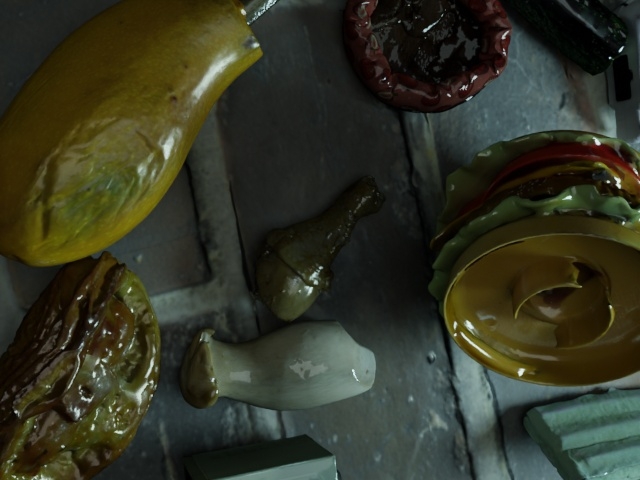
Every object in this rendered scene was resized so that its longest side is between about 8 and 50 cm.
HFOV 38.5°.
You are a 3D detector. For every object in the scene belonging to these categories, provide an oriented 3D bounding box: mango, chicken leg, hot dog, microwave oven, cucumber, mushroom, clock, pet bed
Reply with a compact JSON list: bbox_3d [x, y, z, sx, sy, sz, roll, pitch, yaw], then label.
[{"bbox_3d":[-0.199,-0.124,0.894,0.187,0.144,0.359,25,71,28],"label":"mango"},{"bbox_3d":[-0.001,-0.002,1.002,0.198,0.085,0.069,-47,141,-18],"label":"chicken leg"},{"bbox_3d":[-0.243,0.141,0.888,0.259,0.114,0.175,-58,144,-7],"label":"hot dog"},{"bbox_3d":[-0.056,0.322,0.953,0.163,0.129,0.205,-6,92,-18],"label":"microwave oven"},{"bbox_3d":[0.256,-0.294,1.073,0.241,0.074,0.074,37,80,-12],"label":"cucumber"},{"bbox_3d":[-0.043,0.133,0.978,0.212,0.088,0.097,0,80,-10],"label":"mushroom"},{"bbox_3d":[0.415,-0.210,1.113,0.117,0.080,0.176,-8,93,-15],"label":"clock"},{"bbox_3d":[0.118,-0.240,1.044,0.201,0.053,0.201,1,86,-11],"label":"pet bed"}]

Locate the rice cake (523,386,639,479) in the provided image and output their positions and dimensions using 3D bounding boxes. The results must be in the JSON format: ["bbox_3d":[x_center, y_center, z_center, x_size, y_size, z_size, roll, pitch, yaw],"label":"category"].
[{"bbox_3d":[0.369,0.230,1.085,0.237,0.127,0.043,-5,124,-18],"label":"rice cake"}]

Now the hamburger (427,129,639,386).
[{"bbox_3d":[0.256,0.005,0.983,0.274,0.274,0.212,26,43,-14],"label":"hamburger"}]

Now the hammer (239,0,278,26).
[{"bbox_3d":[-0.003,-0.321,1.020,0.365,0.043,0.111,-42,102,-10],"label":"hammer"}]
